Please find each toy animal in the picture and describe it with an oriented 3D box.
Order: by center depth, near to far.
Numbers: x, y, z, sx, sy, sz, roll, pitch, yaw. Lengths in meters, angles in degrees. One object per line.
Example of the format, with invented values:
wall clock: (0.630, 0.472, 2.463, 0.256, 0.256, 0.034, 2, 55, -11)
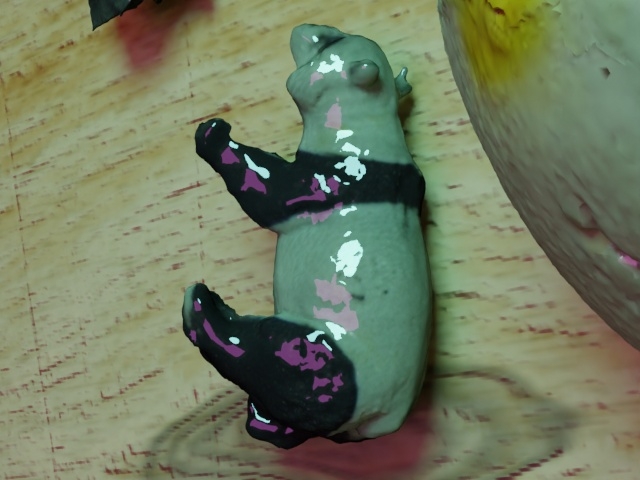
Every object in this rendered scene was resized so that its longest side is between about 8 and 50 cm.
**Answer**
toy animal: (0.000, 0.000, 0.644, 0.121, 0.094, 0.225, -1, 83, 28)

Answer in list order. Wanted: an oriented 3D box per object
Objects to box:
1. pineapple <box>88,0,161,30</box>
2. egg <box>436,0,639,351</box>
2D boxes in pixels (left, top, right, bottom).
pineapple: (-0.154, -0.223, 0.746, 0.111, 0.119, 0.237, -42, 65, -16)
egg: (0.186, -0.052, 0.379, 0.337, 0.201, 0.337, 12, 119, 22)
